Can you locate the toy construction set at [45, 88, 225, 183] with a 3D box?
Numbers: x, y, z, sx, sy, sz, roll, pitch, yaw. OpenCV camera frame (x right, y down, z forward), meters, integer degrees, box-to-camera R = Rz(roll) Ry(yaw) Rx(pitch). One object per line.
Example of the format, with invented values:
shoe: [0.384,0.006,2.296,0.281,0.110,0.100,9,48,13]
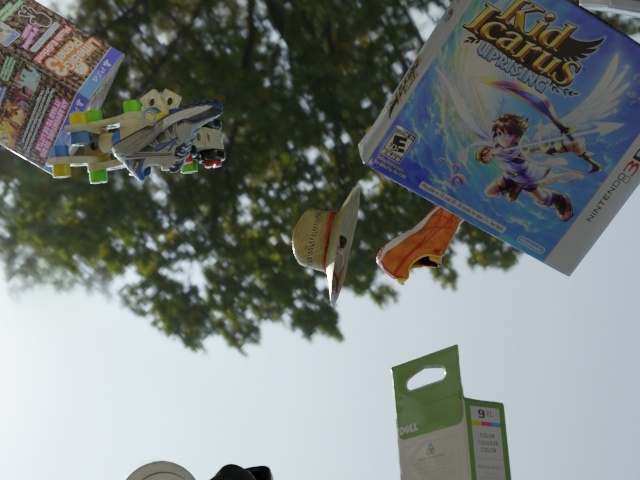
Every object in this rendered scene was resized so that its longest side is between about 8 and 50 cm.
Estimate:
toy construction set: [-0.289,-0.170,1.861,0.215,0.151,0.327,-8,-168,22]

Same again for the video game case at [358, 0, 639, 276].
video game case: [0.217,-0.125,1.142,0.244,0.269,0.061,-57,-163,18]

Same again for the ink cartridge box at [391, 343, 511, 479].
ink cartridge box: [0.137,0.224,1.147,0.109,0.062,0.209,-28,-121,49]

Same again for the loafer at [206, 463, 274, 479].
loafer: [-0.103,0.270,1.147,0.076,0.223,0.078,17,-92,18]

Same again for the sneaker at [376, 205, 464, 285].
sneaker: [0.151,0.000,1.489,0.175,0.064,0.067,-39,-101,-22]

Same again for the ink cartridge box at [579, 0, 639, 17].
ink cartridge box: [0.491,-0.430,1.554,0.060,0.275,0.239,17,-76,56]

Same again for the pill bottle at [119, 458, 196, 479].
pill bottle: [-0.211,0.343,1.443,0.112,0.186,0.112,2,-100,-11]

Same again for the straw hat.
straw hat: [0.000,0.000,1.261,0.061,0.144,0.145,12,-118,9]

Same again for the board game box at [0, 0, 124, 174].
board game box: [-0.532,-0.293,1.954,0.232,0.291,0.141,-50,-168,47]

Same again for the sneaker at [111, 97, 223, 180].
sneaker: [-0.154,-0.106,1.176,0.135,0.058,0.052,-25,-170,24]
